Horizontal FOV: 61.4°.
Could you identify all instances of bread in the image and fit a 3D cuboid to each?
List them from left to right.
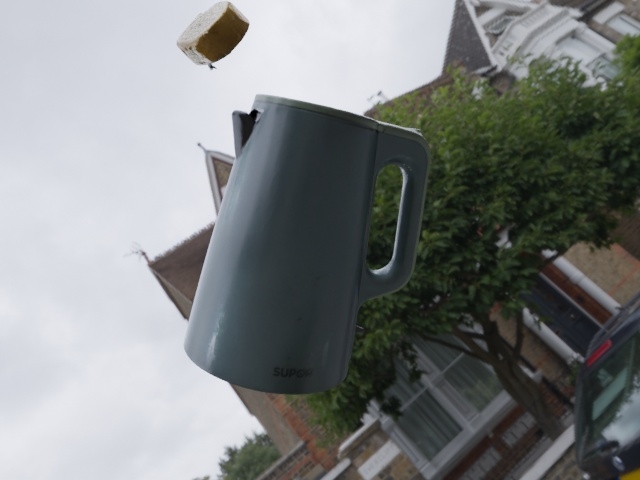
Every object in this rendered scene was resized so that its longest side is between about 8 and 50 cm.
[{"bbox_3d":[-0.199,-0.391,1.025,0.073,0.149,0.122,42,-104,-36],"label":"bread"}]

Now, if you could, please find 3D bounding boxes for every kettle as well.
[{"bbox_3d":[0.000,0.000,0.507,0.210,0.160,0.243,10,-79,-17],"label":"kettle"}]
